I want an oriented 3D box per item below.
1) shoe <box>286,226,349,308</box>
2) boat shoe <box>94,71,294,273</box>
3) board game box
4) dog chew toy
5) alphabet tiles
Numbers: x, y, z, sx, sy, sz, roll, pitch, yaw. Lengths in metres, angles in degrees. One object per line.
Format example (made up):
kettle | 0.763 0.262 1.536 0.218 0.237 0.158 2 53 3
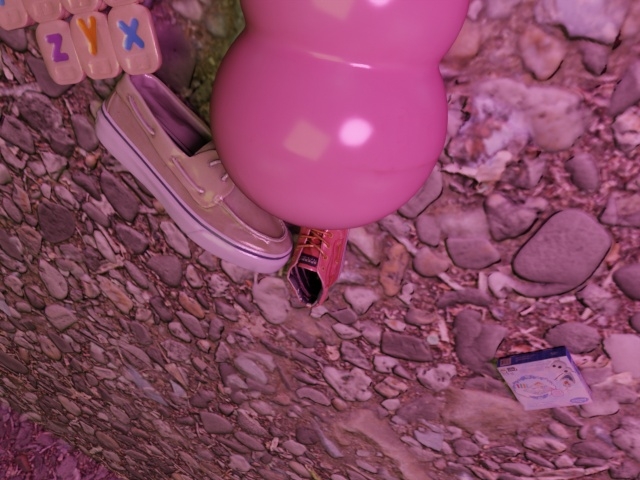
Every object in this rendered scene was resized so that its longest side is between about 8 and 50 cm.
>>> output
shoe | 0.000 0.000 0.583 0.063 0.081 0.178 13 129 15
boat shoe | -0.146 -0.081 0.575 0.302 0.109 0.094 40 129 -4
board game box | 0.297 0.186 0.626 0.090 0.020 0.090 -22 112 35
dog chew toy | 0.021 -0.177 0.375 0.206 0.207 0.332 18 122 11
alphabet tiles | -0.265 -0.314 0.493 0.284 0.021 0.278 2 116 23
